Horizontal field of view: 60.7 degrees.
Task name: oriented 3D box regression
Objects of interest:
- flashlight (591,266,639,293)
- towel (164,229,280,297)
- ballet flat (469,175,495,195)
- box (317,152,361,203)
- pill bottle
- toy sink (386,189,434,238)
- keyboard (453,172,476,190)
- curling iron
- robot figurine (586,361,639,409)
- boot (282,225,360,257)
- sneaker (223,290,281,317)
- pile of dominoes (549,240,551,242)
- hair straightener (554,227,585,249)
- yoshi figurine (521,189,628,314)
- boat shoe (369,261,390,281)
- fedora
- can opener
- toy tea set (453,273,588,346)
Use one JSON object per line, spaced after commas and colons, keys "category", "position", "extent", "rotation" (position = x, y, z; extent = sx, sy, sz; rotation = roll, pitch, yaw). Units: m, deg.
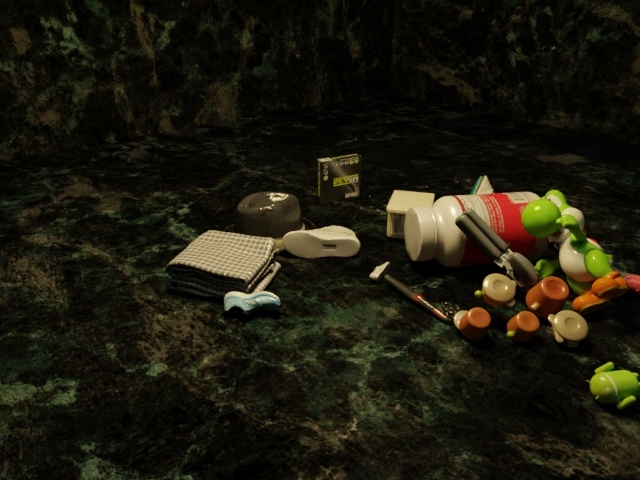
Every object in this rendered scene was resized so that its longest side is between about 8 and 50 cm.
{"category": "flashlight", "position": [0.908, 0.128, 1.566], "extent": [0.304, 0.103, 0.103], "rotation": [14, 56, 24]}
{"category": "towel", "position": [-0.284, 0.071, 1.643], "extent": [0.284, 0.121, 0.235], "rotation": [8, 28, 15]}
{"category": "ballet flat", "position": [0.602, -0.116, 2.058], "extent": [0.139, 0.139, 0.400], "rotation": [12, 32, 23]}
{"category": "box", "position": [0.075, -0.254, 2.244], "extent": [0.191, 0.184, 0.045], "rotation": [-13, 27, -27]}
{"category": "pill bottle", "position": [0.488, -0.033, 1.741], "extent": [0.408, 0.228, 0.229], "rotation": [-4, 26, -8]}
{"category": "toy sink", "position": [0.321, -0.081, 1.952], "extent": [0.153, 0.131, 0.234], "rotation": [6, 22, 12]}
{"category": "keyboard", "position": [0.646, -0.261, 2.447], "extent": [0.108, 0.023, 0.180], "rotation": [7, 25, 0]}
{"category": "curling iron", "position": [0.285, 0.163, 1.557], "extent": [0.068, 0.035, 0.274], "rotation": [-17, 31, -39]}
{"category": "robot figurine", "position": [0.646, 0.321, 1.198], "extent": [0.115, 0.067, 0.101], "rotation": [-4, 46, -9]}
{"category": "boot", "position": [0.000, 0.000, 1.846], "extent": [0.259, 0.095, 0.123], "rotation": [6, 19, -6]}
{"category": "sneaker", "position": [-0.187, 0.185, 1.501], "extent": [0.162, 0.063, 0.073], "rotation": [-2, 43, 5]}
{"category": "pile of dominoes", "position": [0.781, -0.043, 1.980], "extent": [0.196, 0.040, 0.251], "rotation": [-10, 30, 7]}
{"category": "hair straightener", "position": [0.860, 0.002, 1.901], "extent": [0.089, 0.047, 0.230], "rotation": [-4, 26, 33]}
{"category": "yoshi figurine", "position": [0.679, 0.018, 1.535], "extent": [0.204, 0.203, 0.361], "rotation": [-30, 58, 22]}
{"category": "boat shoe", "position": [0.183, 0.094, 1.701], "extent": [0.035, 0.035, 0.100], "rotation": [18, 37, 26]}
{"category": "fedora", "position": [-0.179, -0.079, 1.917], "extent": [0.335, 0.152, 0.334], "rotation": [0, 26, 0]}
{"category": "can opener", "position": [0.510, 0.017, 1.567], "extent": [0.280, 0.093, 0.074], "rotation": [46, 56, 10]}
{"category": "toy tea set", "position": [0.517, 0.196, 1.449], "extent": [0.337, 0.124, 0.199], "rotation": [3, 55, -1]}
